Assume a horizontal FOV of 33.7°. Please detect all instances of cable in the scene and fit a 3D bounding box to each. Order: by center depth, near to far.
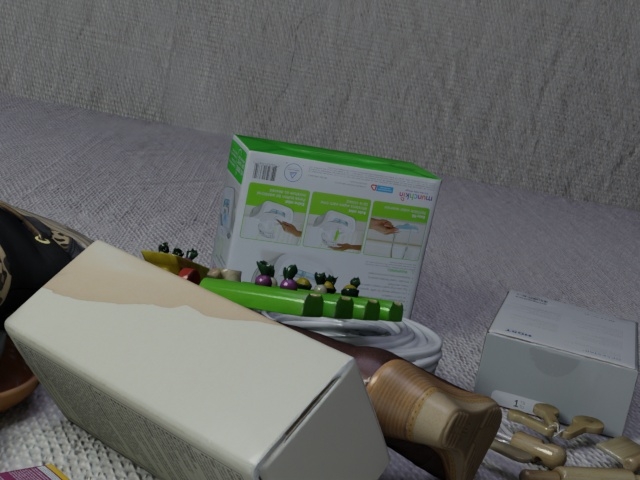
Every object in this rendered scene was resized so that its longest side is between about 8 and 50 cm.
[{"bbox_3d":[0.002,0.125,1.160,0.257,0.089,0.257,10,9,14],"label":"cable"}]

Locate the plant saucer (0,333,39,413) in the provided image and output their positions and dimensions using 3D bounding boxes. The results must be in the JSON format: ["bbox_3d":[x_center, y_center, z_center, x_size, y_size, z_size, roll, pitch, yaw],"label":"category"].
[{"bbox_3d":[-0.366,0.125,0.999,0.199,0.037,0.200,11,12,-2],"label":"plant saucer"}]

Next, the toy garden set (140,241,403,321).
[{"bbox_3d":[-0.051,0.041,1.060,0.203,0.049,0.244,7,-2,25],"label":"toy garden set"}]

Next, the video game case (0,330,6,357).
[{"bbox_3d":[-0.400,0.103,0.909,0.226,0.026,0.206,10,13,-11],"label":"video game case"}]

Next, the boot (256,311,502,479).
[{"bbox_3d":[0.053,0.141,0.979,0.206,0.090,0.248,24,-11,25],"label":"boot"}]

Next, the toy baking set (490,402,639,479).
[{"bbox_3d":[0.231,0.220,1.118,0.256,0.030,0.197,5,12,-21],"label":"toy baking set"}]

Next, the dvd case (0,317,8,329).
[{"bbox_3d":[-0.342,0.062,1.315,0.180,0.022,0.253,6,14,-21],"label":"dvd case"}]

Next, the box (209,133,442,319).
[{"bbox_3d":[0.000,0.000,1.396,0.261,0.231,0.127,7,14,-17],"label":"box"}]

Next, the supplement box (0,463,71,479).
[{"bbox_3d":[-0.225,0.201,0.782,0.083,0.043,0.055,0,18,-43],"label":"supplement box"}]

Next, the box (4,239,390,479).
[{"bbox_3d":[-0.107,0.128,0.889,0.311,0.148,0.121,22,55,36],"label":"box"}]

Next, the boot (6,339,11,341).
[{"bbox_3d":[-0.276,0.113,1.138,0.106,0.037,0.114,16,9,11],"label":"boot"}]

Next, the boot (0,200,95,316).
[{"bbox_3d":[-0.419,-0.006,1.041,0.377,0.138,0.284,21,1,6],"label":"boot"}]

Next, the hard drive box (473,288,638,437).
[{"bbox_3d":[0.302,0.147,1.336,0.181,0.089,0.232,14,13,15],"label":"hard drive box"}]
